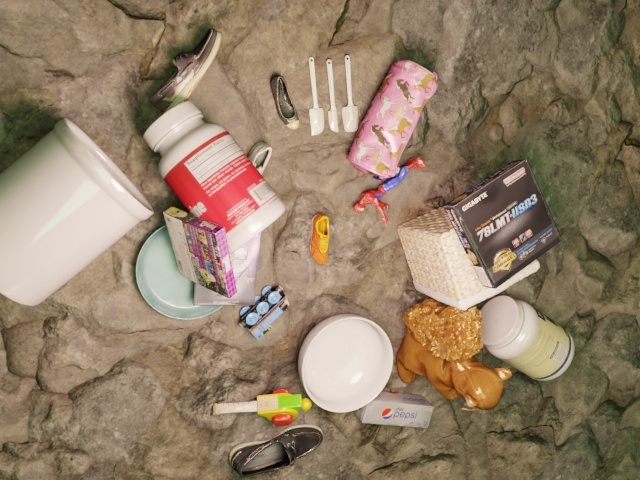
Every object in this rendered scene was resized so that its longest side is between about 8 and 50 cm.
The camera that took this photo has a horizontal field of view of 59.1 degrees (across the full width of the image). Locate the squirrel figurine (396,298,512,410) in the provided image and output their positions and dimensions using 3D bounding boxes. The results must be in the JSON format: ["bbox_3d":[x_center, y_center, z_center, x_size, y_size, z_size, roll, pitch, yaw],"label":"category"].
[{"bbox_3d":[0.452,0.396,1.921,0.280,0.370,0.397,-27,124,-15],"label":"squirrel figurine"}]

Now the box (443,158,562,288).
[{"bbox_3d":[0.564,-0.052,1.734,0.295,0.073,0.294,-31,104,-14],"label":"box"}]

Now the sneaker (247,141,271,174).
[{"bbox_3d":[-0.214,-0.205,1.730,0.080,0.094,0.212,27,92,-25],"label":"sneaker"}]

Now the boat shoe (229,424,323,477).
[{"bbox_3d":[-0.139,0.734,1.949,0.339,0.113,0.127,-5,103,-19],"label":"boat shoe"}]

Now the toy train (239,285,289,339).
[{"bbox_3d":[-0.180,0.231,1.848,0.184,0.080,0.105,-43,121,-9],"label":"toy train"}]

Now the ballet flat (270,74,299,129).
[{"bbox_3d":[-0.111,-0.424,1.744,0.057,0.049,0.173,-27,109,-12],"label":"ballet flat"}]

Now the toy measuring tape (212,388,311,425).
[{"bbox_3d":[-0.193,0.574,1.913,0.329,0.121,0.122,-5,104,-2],"label":"toy measuring tape"}]

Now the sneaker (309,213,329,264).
[{"bbox_3d":[0.000,0.000,1.868,0.064,0.067,0.175,-10,106,-20],"label":"sneaker"}]

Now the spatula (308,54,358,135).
[{"bbox_3d":[0.040,-0.467,1.812,0.168,0.019,0.242,-8,103,-13],"label":"spatula"}]

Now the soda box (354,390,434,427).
[{"bbox_3d":[0.268,0.619,2.083,0.286,0.098,0.091,12,98,-22],"label":"soda box"}]

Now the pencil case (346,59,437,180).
[{"bbox_3d":[0.234,-0.389,1.822,0.167,0.160,0.386,24,92,-30],"label":"pencil case"}]

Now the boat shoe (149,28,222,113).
[{"bbox_3d":[-0.383,-0.487,1.604,0.092,0.103,0.285,32,95,-28],"label":"boat shoe"}]

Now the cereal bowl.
[{"bbox_3d":[0.073,0.404,1.942,0.338,0.141,0.339,-5,104,-19],"label":"cereal bowl"}]

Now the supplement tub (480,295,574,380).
[{"bbox_3d":[0.771,0.369,2.142,0.324,0.235,0.236,31,90,-23],"label":"supplement tub"}]

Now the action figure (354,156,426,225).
[{"bbox_3d":[0.244,-0.153,1.910,0.280,0.091,0.139,-33,102,-11],"label":"action figure"}]

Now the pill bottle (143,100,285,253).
[{"bbox_3d":[-0.305,-0.180,1.603,0.229,0.229,0.408,-39,95,-9],"label":"pill bottle"}]

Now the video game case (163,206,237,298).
[{"bbox_3d":[-0.339,0.035,1.597,0.042,0.210,0.232,-41,139,-39],"label":"video game case"}]

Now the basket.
[{"bbox_3d":[0.488,0.025,1.922,0.328,0.331,0.267,-25,103,-14],"label":"basket"}]

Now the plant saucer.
[{"bbox_3d":[-0.407,0.087,1.749,0.317,0.043,0.318,-5,104,-20],"label":"plant saucer"}]

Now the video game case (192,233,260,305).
[{"bbox_3d":[-0.290,0.067,1.753,0.195,0.026,0.275,2,100,-21],"label":"video game case"}]

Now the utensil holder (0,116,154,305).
[{"bbox_3d":[-0.692,-0.070,1.465,0.385,0.327,0.328,-41,112,-5],"label":"utensil holder"}]
